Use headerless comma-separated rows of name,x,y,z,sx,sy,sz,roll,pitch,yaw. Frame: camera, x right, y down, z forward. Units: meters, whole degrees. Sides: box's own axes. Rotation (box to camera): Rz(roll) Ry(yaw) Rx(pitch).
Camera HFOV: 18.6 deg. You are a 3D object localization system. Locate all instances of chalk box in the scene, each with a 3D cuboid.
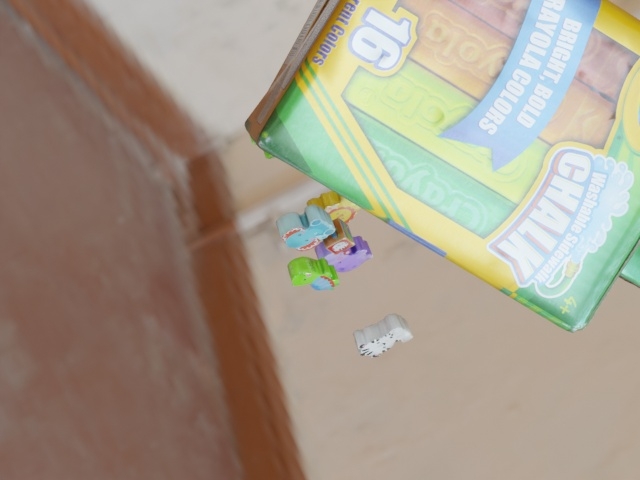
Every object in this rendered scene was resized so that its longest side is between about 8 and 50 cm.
chalk box,0.122,-0.066,1.196,0.289,0.180,0.179,29,4,-7

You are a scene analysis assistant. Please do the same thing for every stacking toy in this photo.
stacking toy,0.000,0.000,1.776,0.221,0.052,0.167,38,28,-57
